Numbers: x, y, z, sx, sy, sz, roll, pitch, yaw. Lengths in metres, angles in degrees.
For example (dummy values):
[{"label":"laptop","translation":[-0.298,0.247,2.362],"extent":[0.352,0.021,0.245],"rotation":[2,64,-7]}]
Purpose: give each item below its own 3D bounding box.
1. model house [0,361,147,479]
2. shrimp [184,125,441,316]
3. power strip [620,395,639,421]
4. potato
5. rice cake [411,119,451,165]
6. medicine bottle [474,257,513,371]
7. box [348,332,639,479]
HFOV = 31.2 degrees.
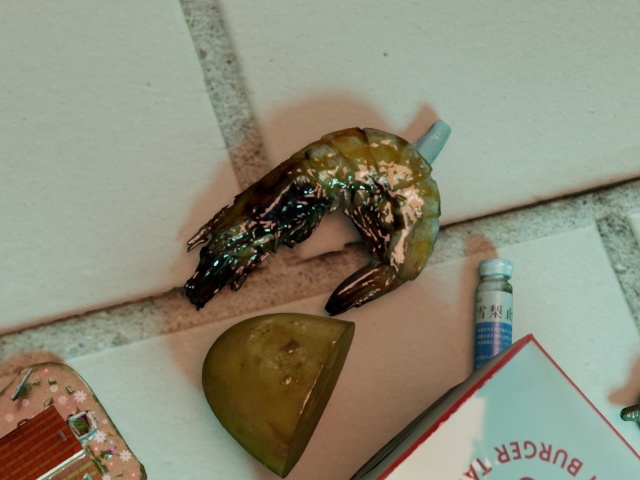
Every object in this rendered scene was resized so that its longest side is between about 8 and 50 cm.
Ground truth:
[{"label":"model house","translation":[-0.361,0.270,1.293],"extent":[0.294,0.154,0.207],"rotation":[-32,84,-19]},{"label":"shrimp","translation":[0.000,0.000,1.492],"extent":[0.365,0.071,0.233],"rotation":[-38,83,-14]},{"label":"power strip","translation":[0.589,0.234,1.558],"extent":[0.388,0.066,0.092],"rotation":[1,71,-12]},{"label":"potato","translation":[-0.067,0.168,1.390],"extent":[0.158,0.178,0.203],"rotation":[19,84,11]},{"label":"rice cake","translation":[0.121,-0.096,1.574],"extent":[0.042,0.030,0.180],"rotation":[34,69,6]},{"label":"medicine bottle","translation":[0.230,0.121,1.521],"extent":[0.051,0.051,0.191],"rotation":[8,73,-10]},{"label":"box","translation":[0.191,0.343,1.311],"extent":[0.314,0.300,0.312],"rotation":[-40,85,-19]}]
